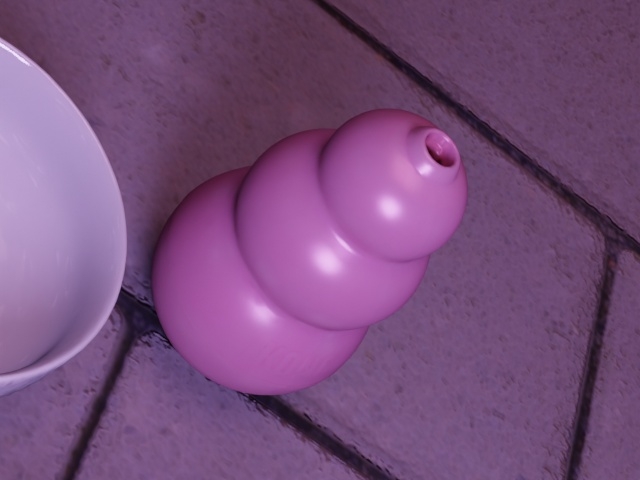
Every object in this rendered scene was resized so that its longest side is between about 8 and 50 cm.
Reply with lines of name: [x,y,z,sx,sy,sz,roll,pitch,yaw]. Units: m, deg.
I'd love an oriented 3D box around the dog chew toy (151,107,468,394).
dog chew toy: [0.000,0.000,1.662,0.206,0.332,0.206,22,51,-30]

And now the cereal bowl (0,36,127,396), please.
cereal bowl: [-0.330,-0.013,1.524,0.339,0.141,0.339,22,51,-29]
